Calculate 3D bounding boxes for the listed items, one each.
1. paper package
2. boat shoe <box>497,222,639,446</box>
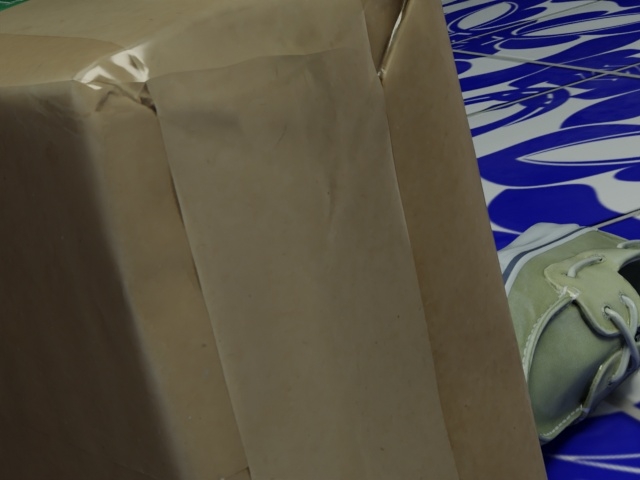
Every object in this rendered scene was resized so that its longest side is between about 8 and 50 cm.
[{"bbox_3d":[-0.081,0.046,0.582,0.168,0.310,0.324,-25,19,-36],"label":"paper package"},{"bbox_3d":[0.143,0.046,0.777,0.094,0.109,0.302,-3,16,24],"label":"boat shoe"}]
